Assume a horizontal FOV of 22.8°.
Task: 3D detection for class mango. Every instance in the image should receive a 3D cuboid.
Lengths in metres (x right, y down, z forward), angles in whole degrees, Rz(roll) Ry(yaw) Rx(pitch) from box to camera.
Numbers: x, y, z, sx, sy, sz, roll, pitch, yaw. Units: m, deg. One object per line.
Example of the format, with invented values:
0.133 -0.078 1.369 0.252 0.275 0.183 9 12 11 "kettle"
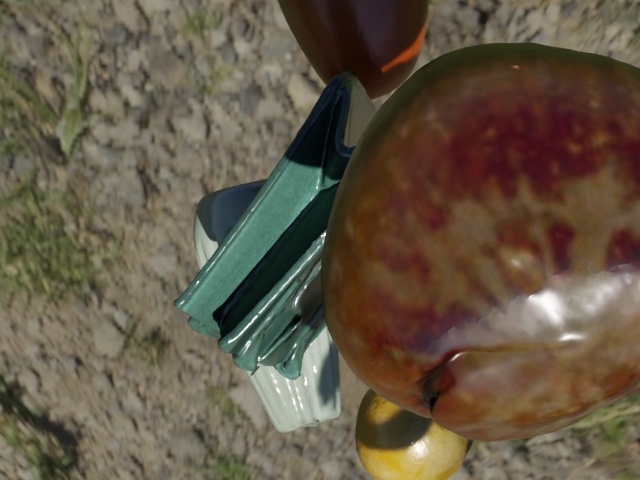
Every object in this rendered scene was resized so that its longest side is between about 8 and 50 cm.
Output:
0.011 -0.264 1.455 0.146 0.129 0.289 -47 118 -34 "mango"

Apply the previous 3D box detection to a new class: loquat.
0.110 0.224 1.887 0.137 0.163 0.163 4 73 -23 "loquat"

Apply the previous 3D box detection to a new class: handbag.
0.001 0.000 1.317 0.089 0.326 0.238 36 91 9 "handbag"

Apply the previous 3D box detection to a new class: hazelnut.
0.110 -0.003 0.844 0.234 0.218 0.218 -28 78 9 "hazelnut"

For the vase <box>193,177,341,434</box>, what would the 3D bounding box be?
-0.042 0.065 1.565 0.128 0.128 0.248 -15 88 -9 "vase"
